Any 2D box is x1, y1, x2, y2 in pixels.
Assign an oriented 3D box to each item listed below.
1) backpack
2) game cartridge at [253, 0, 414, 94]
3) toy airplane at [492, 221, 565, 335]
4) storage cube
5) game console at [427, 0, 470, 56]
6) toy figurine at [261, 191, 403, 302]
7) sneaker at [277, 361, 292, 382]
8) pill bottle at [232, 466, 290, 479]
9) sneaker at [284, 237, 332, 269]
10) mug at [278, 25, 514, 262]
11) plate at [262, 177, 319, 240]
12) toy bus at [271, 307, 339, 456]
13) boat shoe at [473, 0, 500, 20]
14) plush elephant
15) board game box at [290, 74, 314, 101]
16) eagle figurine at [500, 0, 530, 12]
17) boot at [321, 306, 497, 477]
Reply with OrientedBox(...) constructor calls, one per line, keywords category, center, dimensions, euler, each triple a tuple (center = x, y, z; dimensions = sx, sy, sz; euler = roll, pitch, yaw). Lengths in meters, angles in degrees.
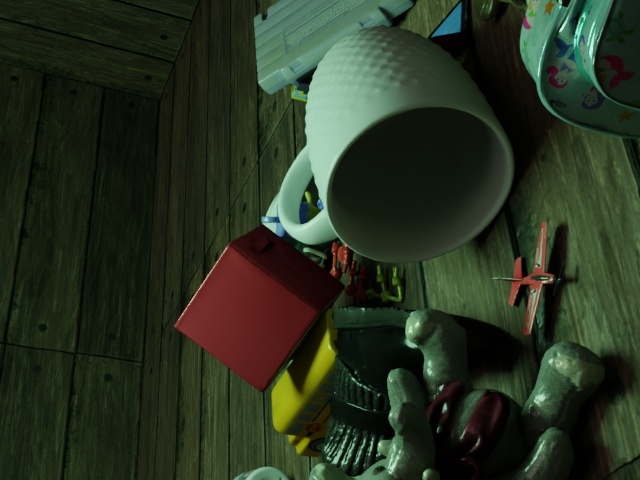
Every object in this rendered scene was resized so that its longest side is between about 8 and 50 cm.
OrientedBox(category="backpack", center=(0.332, -0.227, 0.994), dimensions=(0.191, 0.225, 0.254), euler=(-95, 22, -50))
OrientedBox(category="game cartridge", center=(0.020, -0.458, 1.963), dimensions=(0.355, 0.068, 0.230), euler=(-28, 50, 24))
OrientedBox(category="toy airplane", center=(0.275, 0.054, 1.271), dimensions=(0.151, 0.028, 0.151), euler=(-167, 90, -70))
OrientedBox(category="storage cube", center=(-0.102, 0.115, 1.693), dimensions=(0.215, 0.193, 0.183), euler=(-56, -6, 18))
OrientedBox(category="game console", center=(0.186, -0.339, 1.649), dimensions=(0.085, 0.124, 0.144), euler=(66, 149, 14))
OrientedBox(category="toy figurine", center=(0.000, 0.000, 1.764), dimensions=(0.362, 0.217, 0.191), euler=(-169, 90, -70))
OrientedBox(category="sneaker", center=(-0.052, 0.265, 1.977), dimensions=(0.086, 0.064, 0.192), euler=(-125, 48, -59))
OrientedBox(category="pill bottle", center=(-0.134, 0.528, 1.996), dimensions=(0.180, 0.107, 0.108), euler=(141, 136, -61))
OrientedBox(category="sneaker", center=(-0.040, 0.100, 1.957), dimensions=(0.121, 0.108, 0.302), euler=(22, 91, 65))
OrientedBox(category="mug", center=(0.076, -0.143, 1.485), dimensions=(0.374, 0.276, 0.328), euler=(-41, 35, 20))
OrientedBox(category="plate", center=(-0.076, -0.031, 2.033), dimensions=(0.278, 0.045, 0.277), euler=(-67, -10, 28))
OrientedBox(category="toy bus", center=(0.007, 0.261, 1.726), dimensions=(0.333, 0.130, 0.108), euler=(122, 152, -43))
OrientedBox(category="boat shoe", center=(0.275, -0.418, 1.519), dimensions=(0.056, 0.048, 0.153), euler=(-1, 85, 57))
OrientedBox(category="plush elephant", center=(0.137, 0.261, 1.143), dimensions=(0.271, 0.255, 0.330), euler=(20, 110, 40))
OrientedBox(category="board game box", center=(0.006, -0.357, 2.051), dimensions=(0.048, 0.141, 0.170), euler=(121, 151, -43))
OrientedBox(category="eagle figurine", center=(0.287, -0.364, 1.217), dimensions=(0.225, 0.226, 0.298), euler=(60, 169, 6))
OrientedBox(category="boot", center=(0.125, 0.232, 1.426), dimensions=(0.348, 0.131, 0.260), euler=(-5, 80, 62))
